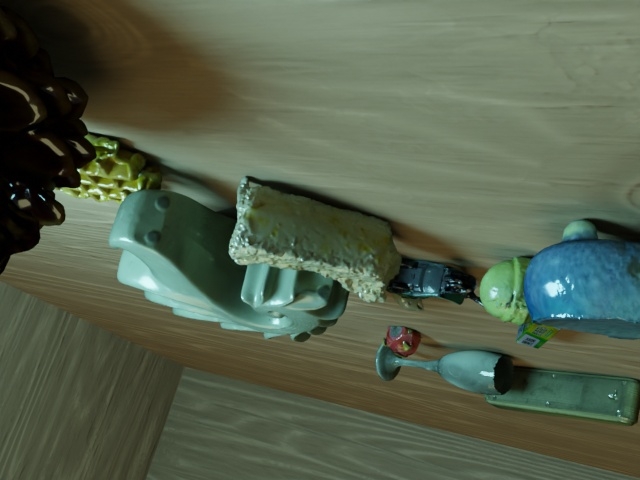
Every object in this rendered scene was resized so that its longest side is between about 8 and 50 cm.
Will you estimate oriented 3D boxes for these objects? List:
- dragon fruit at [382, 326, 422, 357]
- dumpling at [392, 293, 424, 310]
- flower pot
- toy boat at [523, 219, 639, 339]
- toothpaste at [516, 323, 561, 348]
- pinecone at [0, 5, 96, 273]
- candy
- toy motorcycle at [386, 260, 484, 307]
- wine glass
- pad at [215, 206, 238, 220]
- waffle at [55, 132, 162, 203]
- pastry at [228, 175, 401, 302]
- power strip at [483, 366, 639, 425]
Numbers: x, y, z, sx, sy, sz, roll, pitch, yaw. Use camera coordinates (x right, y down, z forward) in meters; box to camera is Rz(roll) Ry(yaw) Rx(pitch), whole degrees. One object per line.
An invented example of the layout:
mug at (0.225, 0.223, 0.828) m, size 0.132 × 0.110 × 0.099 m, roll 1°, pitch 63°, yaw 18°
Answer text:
dragon fruit at (0.173, 0.222, 1.615) m, size 0.056 × 0.060 × 0.083 m, roll 26°, pitch 163°, yaw -35°
dumpling at (0.148, 0.095, 1.292) m, size 0.077 × 0.043 × 0.059 m, roll 22°, pitch -176°, yaw -26°
flower pot at (-0.142, 0.042, 1.165) m, size 0.367 × 0.164 × 0.254 m, roll 15°, pitch 159°, yaw -11°
toy boat at (0.398, 0.050, 0.857) m, size 0.330 × 0.123 × 0.215 m, roll 6°, pitch 171°, yaw -2°
toothpaste at (0.366, 0.142, 1.231) m, size 0.043 × 0.037 × 0.178 m, roll 14°, pitch 162°, yaw 8°
pinecone at (-0.467, -0.109, 0.779) m, size 0.398 × 0.397 × 0.398 m, roll 16°, pitch 162°, yaw 5°
candy at (0.385, 0.089, 1.011) m, size 0.335 × 0.093 × 0.092 m, roll 10°, pitch 176°, yaw -2°
toy motorcycle at (0.176, 0.067, 1.155) m, size 0.173 × 0.058 × 0.100 m, roll 2°, pitch 164°, yaw 43°
wine glass at (0.324, 0.319, 1.698) m, size 0.309 × 0.096 × 0.264 m, roll -1°, pitch 152°, yaw 43°
pad at (-0.067, 0.006, 1.282) m, size 0.266 × 0.002 × 0.176 m, roll 28°, pitch 160°, yaw -29°
waffle at (-0.333, -0.105, 1.115) m, size 0.211 × 0.055 × 0.160 m, roll 11°, pitch 161°, yaw 15°
pastry at (-0.003, 0.005, 1.029) m, size 0.258 × 0.121 × 0.089 m, roll 19°, pitch 167°, yaw -8°
power strip at (0.491, 0.326, 1.574) m, size 0.066 × 0.092 × 0.387 m, roll 34°, pitch 156°, yaw -35°
